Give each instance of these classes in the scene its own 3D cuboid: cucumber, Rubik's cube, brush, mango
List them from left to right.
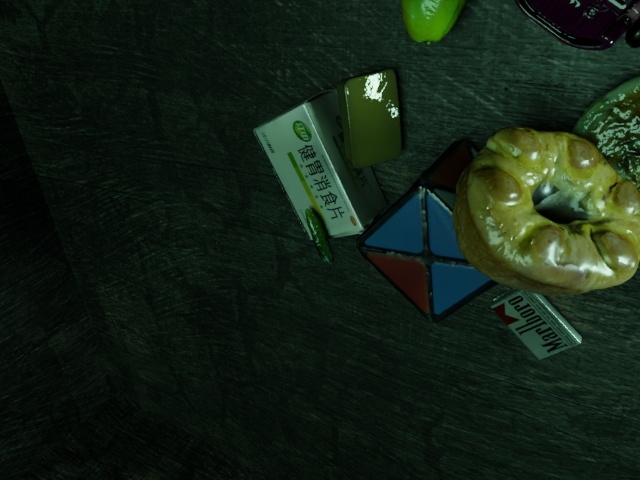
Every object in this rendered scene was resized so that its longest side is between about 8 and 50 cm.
[{"bbox_3d":[0.000,0.000,1.189,0.039,0.039,0.167,-5,117,37],"label":"cucumber"},{"bbox_3d":[0.107,-0.265,1.079,0.059,0.123,0.197,-136,32,-56],"label":"brush"},{"bbox_3d":[0.214,-0.472,0.879,0.126,0.111,0.232,24,129,15],"label":"mango"},{"bbox_3d":[0.266,-0.021,1.043,0.246,0.250,0.248,45,136,2],"label":"Rubik's cube"}]

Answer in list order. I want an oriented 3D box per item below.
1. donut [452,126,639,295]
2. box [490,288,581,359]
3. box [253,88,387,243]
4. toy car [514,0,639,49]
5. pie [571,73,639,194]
[{"bbox_3d":[0.378,-0.043,0.836,0.317,0.299,0.150,44,152,4],"label":"donut"},{"bbox_3d":[0.501,0.189,1.158,0.177,0.036,0.115,48,134,-1],"label":"box"},{"bbox_3d":[0.007,-0.170,1.197,0.173,0.145,0.332,-14,109,42],"label":"box"},{"bbox_3d":[0.436,-0.455,0.676,0.271,0.240,0.340,42,162,7],"label":"toy car"},{"bbox_3d":[0.585,-0.149,0.857,0.303,0.067,0.302,17,126,25],"label":"pie"}]
